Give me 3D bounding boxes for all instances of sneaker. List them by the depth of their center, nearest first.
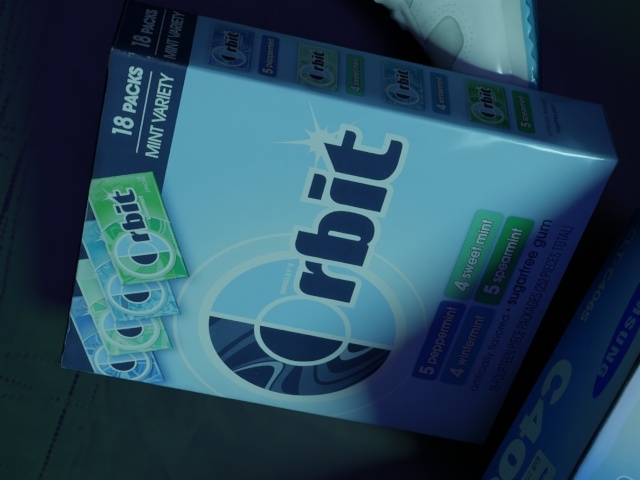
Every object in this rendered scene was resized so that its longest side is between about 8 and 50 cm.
[{"bbox_3d":[0.028,-0.138,0.525,0.092,0.087,0.229,-19,99,13],"label":"sneaker"}]

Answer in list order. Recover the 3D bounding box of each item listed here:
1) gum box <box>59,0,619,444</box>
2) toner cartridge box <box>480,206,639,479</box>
[{"bbox_3d":[0.000,0.000,0.520,0.184,0.041,0.157,11,129,-8],"label":"gum box"},{"bbox_3d":[0.236,0.140,0.500,0.348,0.075,0.165,27,95,-10],"label":"toner cartridge box"}]
